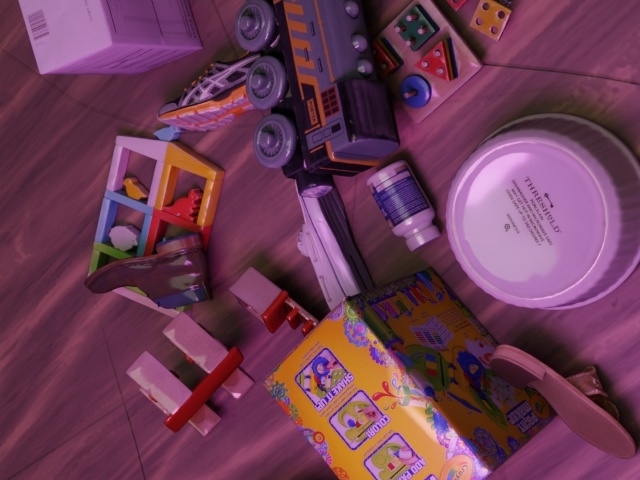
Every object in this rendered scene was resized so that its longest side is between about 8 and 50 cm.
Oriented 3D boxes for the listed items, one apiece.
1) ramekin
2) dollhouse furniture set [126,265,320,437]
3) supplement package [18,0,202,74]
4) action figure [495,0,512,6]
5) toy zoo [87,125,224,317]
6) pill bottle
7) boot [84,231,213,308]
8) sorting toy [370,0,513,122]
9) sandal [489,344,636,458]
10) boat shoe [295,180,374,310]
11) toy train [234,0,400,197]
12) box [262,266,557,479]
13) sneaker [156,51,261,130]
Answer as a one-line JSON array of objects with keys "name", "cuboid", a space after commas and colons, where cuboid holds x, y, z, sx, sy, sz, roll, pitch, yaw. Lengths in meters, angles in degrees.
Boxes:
[{"name": "ramekin", "cuboid": [0.289, -0.033, 1.633, 0.273, 0.127, 0.272, 4, 99, 27]}, {"name": "dollhouse furniture set", "cuboid": [-0.133, 0.178, 1.816, 0.135, 0.262, 0.259, 40, 81, 14]}, {"name": "supplement package", "cuboid": [-0.305, -0.325, 1.823, 0.134, 0.244, 0.139, -17, 88, 27]}, {"name": "action figure", "cuboid": [0.270, -0.386, 1.593, 0.137, 0.063, 0.232, 11, 142, -9]}, {"name": "toy zoo", "cuboid": [-0.258, -0.043, 1.958, 0.192, 0.030, 0.293, 22, 106, 23]}, {"name": "pill bottle", "cuboid": [0.120, -0.047, 1.748, 0.067, 0.067, 0.120, -32, 82, 26]}, {"name": "boot", "cuboid": [-0.265, 0.071, 1.913, 0.219, 0.082, 0.106, -21, 85, 25]}, {"name": "sorting toy", "cuboid": [0.138, -0.252, 1.702, 0.274, 0.046, 0.132, -40, 84, 35]}, {"name": "sandal", "cuboid": [0.341, 0.193, 1.662, 0.240, 0.079, 0.088, 35, 152, -8]}, {"name": "boat shoe", "cuboid": [0.000, 0.000, 1.805, 0.076, 0.083, 0.226, -23, 87, 26]}, {"name": "toy train", "cuboid": [-0.003, -0.231, 1.709, 0.190, 0.142, 0.333, -22, 72, 39]}, {"name": "box", "cuboid": [0.128, 0.210, 1.654, 0.279, 0.290, 0.177, 50, 114, 13]}, {"name": "sneaker", "cuboid": [-0.152, -0.225, 1.861, 0.215, 0.084, 0.083, -17, 76, 24]}]
